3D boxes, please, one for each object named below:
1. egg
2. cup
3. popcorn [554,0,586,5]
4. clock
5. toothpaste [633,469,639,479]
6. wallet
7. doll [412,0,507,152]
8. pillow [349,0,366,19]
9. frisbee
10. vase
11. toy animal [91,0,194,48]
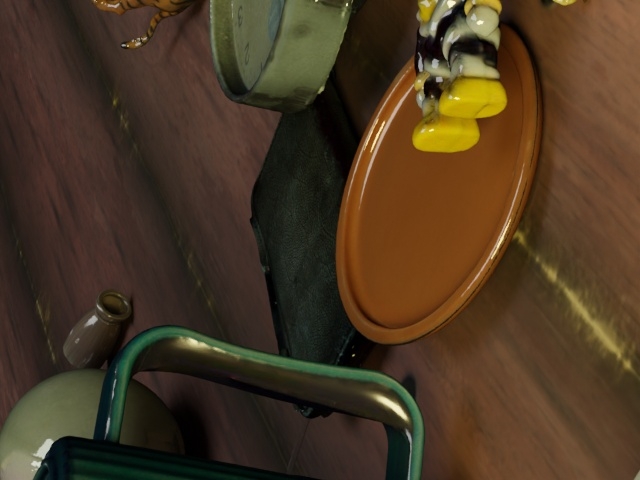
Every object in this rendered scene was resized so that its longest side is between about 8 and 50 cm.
[{"bbox_3d":[-0.222,0.216,1.924,0.217,0.183,0.183,179,101,-78],"label":"egg"},{"bbox_3d":[-0.050,0.234,1.277,0.242,0.292,0.307,-133,57,-74],"label":"cup"},{"bbox_3d":[0.150,-0.202,1.303,0.084,0.084,0.084,-169,90,-69],"label":"popcorn"},{"bbox_3d":[-0.035,-0.246,1.691,0.280,0.055,0.280,-175,90,-71],"label":"clock"},{"bbox_3d":[0.150,0.272,1.106,0.125,0.080,0.371,-100,21,-47],"label":"toothpaste"},{"bbox_3d":[0.000,0.000,1.647,0.318,0.045,0.172,-108,37,-53],"label":"wallet"},{"bbox_3d":[0.098,-0.212,1.399,0.145,0.103,0.316,78,-169,-63],"label":"doll"},{"bbox_3d":[0.023,-0.292,1.710,0.208,0.055,0.141,-105,30,-45],"label":"pillow"},{"bbox_3d":[0.084,-0.042,1.430,0.251,0.021,0.250,-42,37,43],"label":"frisbee"},{"bbox_3d":[-0.253,0.101,2.253,0.100,0.053,0.053,-55,31,41],"label":"vase"},{"bbox_3d":[-0.162,-0.291,2.175,0.116,0.114,0.255,46,144,11],"label":"toy animal"}]
